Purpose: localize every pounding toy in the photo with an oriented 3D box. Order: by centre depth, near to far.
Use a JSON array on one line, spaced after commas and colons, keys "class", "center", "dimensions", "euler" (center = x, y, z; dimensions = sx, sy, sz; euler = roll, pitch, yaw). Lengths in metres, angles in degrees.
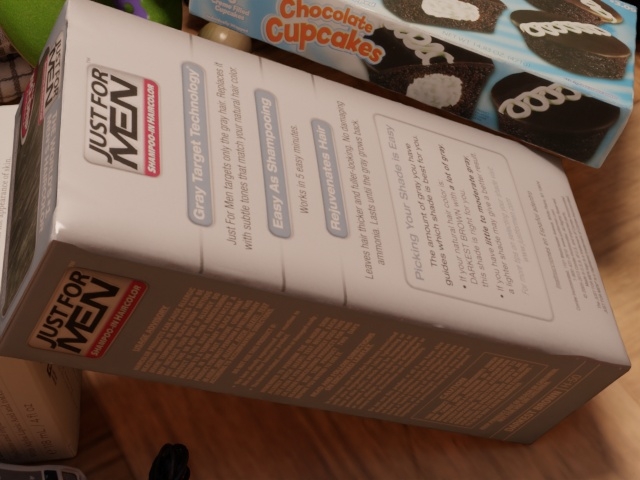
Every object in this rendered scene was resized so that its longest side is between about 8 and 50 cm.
[{"class": "pounding toy", "center": [-0.147, -0.199, 0.848], "dimensions": [0.110, 0.237, 0.183], "euler": [-18, 35, 44]}]

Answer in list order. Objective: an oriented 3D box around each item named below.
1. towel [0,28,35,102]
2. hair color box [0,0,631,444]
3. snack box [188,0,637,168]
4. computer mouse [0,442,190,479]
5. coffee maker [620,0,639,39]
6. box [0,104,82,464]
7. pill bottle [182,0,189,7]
[{"class": "towel", "center": [-0.341, -0.245, 0.960], "dimensions": [0.235, 0.121, 0.284], "euler": [-19, 54, -13]}, {"class": "hair color box", "center": [0.000, 0.000, 0.661], "dimensions": [0.374, 0.113, 0.185], "euler": [15, 47, -26]}, {"class": "snack box", "center": [0.081, -0.178, 0.805], "dimensions": [0.322, 0.060, 0.187], "euler": [21, 37, 3]}, {"class": "computer mouse", "center": [-0.185, 0.179, 0.680], "dimensions": [0.193, 0.042, 0.106], "euler": [5, 57, -2]}, {"class": "coffee maker", "center": [0.237, -0.227, 0.948], "dimensions": [0.178, 0.120, 0.171], "euler": [1, 87, 4]}, {"class": "box", "center": [-0.236, 0.035, 0.702], "dimensions": [0.119, 0.181, 0.182], "euler": [-5, 53, -1]}, {"class": "pill bottle", "center": [-0.035, -0.237, 0.956], "dimensions": [0.184, 0.103, 0.103], "euler": [23, 56, 18]}]
